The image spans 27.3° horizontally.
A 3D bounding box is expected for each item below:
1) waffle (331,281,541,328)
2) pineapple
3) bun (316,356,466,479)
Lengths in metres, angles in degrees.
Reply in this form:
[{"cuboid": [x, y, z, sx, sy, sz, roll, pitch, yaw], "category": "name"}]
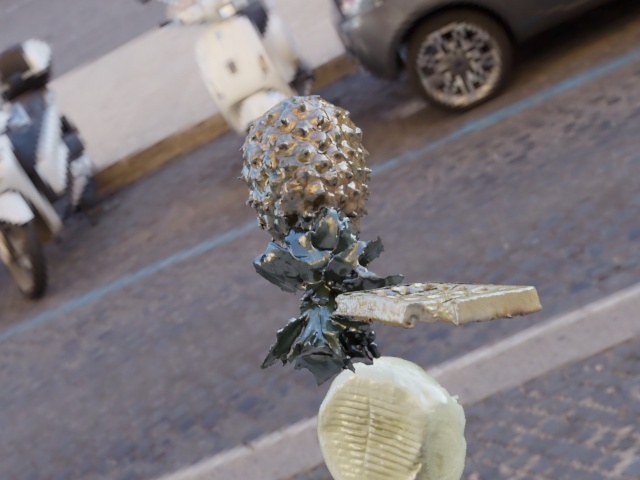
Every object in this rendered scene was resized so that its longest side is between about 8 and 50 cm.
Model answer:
[{"cuboid": [0.077, 0.044, 0.904, 0.092, 0.021, 0.135, -6, 3, -28], "category": "waffle"}, {"cuboid": [0.000, 0.000, 1.077, 0.125, 0.125, 0.251, -22, 50, 18], "category": "pineapple"}, {"cuboid": [0.112, 0.278, 1.890, 0.229, 0.229, 0.145, -12, 1, 37], "category": "bun"}]
